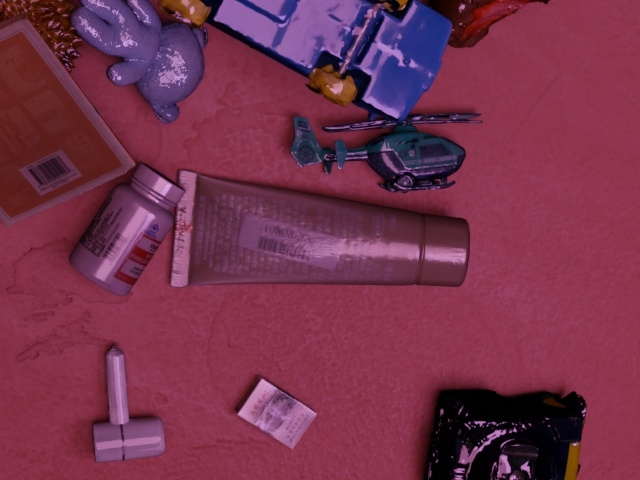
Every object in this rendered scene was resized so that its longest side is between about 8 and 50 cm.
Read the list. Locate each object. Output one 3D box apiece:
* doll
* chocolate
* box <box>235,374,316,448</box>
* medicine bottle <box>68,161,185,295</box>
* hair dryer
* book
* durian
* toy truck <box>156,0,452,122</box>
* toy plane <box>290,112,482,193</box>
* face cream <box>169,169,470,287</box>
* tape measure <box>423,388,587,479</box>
[{"bbox_3d":[-0.205,-0.213,1.596,0.180,0.075,0.120,29,80,-33],"label":"doll"},{"bbox_3d":[0.185,-0.280,1.649,0.133,0.127,0.124,-29,133,-9],"label":"chocolate"},{"bbox_3d":[-0.053,0.205,1.739,0.083,0.024,0.054,34,93,-16],"label":"box"},{"bbox_3d":[-0.215,-0.014,1.636,0.079,0.079,0.140,33,92,-16],"label":"medicine bottle"},{"bbox_3d":[-0.228,0.187,1.691,0.082,0.047,0.137,-6,94,-12],"label":"hair dryer"},{"bbox_3d":[-0.325,-0.121,1.544,0.170,0.018,0.242,-24,137,7],"label":"book"},{"bbox_3d":[-0.335,-0.223,1.549,0.158,0.137,0.168,-20,118,3],"label":"durian"},{"bbox_3d":[-0.049,-0.272,1.582,0.385,0.162,0.161,26,94,-16],"label":"toy truck"},{"bbox_3d":[0.080,-0.102,1.694,0.235,0.060,0.096,-4,93,-15],"label":"toy plane"},{"bbox_3d":[0.000,0.000,1.692,0.341,0.084,0.137,5,97,-4],"label":"face cream"},{"bbox_3d":[0.228,0.276,1.770,0.199,0.112,0.186,3,102,-11],"label":"tape measure"}]
